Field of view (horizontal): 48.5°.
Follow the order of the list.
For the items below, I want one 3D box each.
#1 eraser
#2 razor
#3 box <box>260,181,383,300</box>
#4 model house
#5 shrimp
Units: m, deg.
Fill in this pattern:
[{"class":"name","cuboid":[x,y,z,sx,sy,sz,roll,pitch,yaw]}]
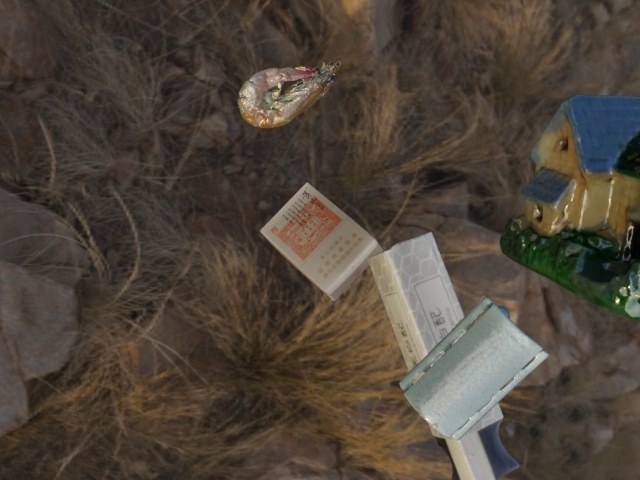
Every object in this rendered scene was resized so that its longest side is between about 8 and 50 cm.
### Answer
[{"class":"eraser","cuboid":[0.197,0.193,1.163,0.096,0.098,0.403,-19,86,-20]},{"class":"razor","cuboid":[0.150,0.092,0.653,0.068,0.106,0.232,45,16,10]},{"class":"box","cuboid":[0.000,0.000,1.347,0.141,0.201,0.058,-45,148,-3]},{"class":"model house","cuboid":[0.559,-0.087,1.228,0.335,0.382,0.342,-2,109,-17]},{"class":"shrimp","cuboid":[-0.049,-0.250,1.177,0.101,0.190,0.042,58,12,-33]}]
